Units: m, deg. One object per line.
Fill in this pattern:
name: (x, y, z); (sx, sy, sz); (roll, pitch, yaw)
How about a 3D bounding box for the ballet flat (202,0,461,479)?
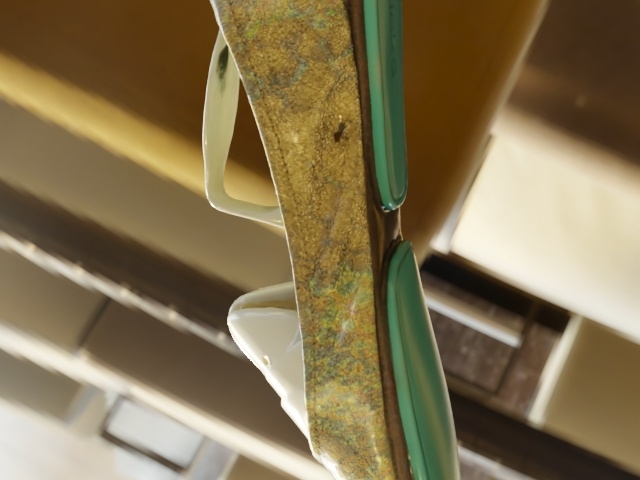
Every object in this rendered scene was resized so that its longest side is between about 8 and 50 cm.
ballet flat: (0.000, 0.000, 0.932); (0.123, 0.123, 0.348); (-1, 100, 37)
